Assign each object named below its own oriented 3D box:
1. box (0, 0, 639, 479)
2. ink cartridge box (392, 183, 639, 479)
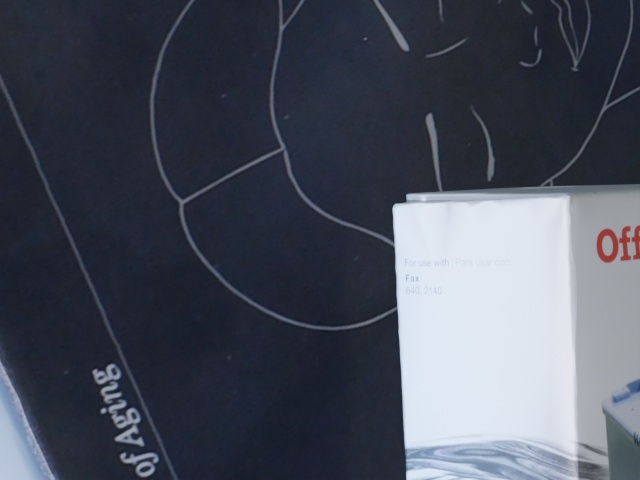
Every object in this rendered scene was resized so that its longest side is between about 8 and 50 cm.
[{"bbox_3d":[0.000,0.000,0.835,0.297,0.472,0.479,4,119,57],"label":"box"},{"bbox_3d":[0.103,0.075,0.560,0.082,0.140,0.190,0,94,44],"label":"ink cartridge box"}]
